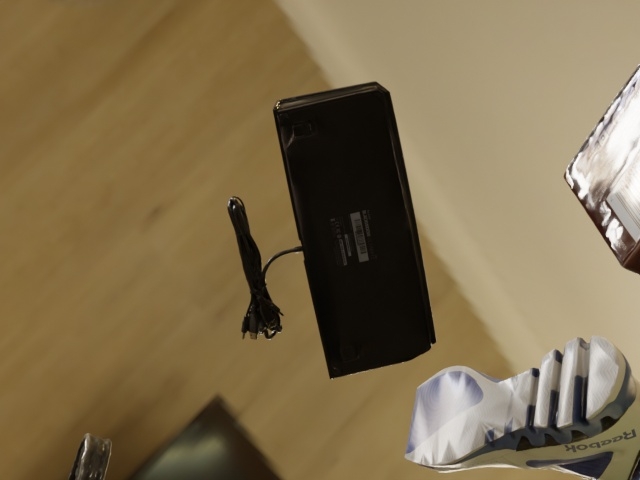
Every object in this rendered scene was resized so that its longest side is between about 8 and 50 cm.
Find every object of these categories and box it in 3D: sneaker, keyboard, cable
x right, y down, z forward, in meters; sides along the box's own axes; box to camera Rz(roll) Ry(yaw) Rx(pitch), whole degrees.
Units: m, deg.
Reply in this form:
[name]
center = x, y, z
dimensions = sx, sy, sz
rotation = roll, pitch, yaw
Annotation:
[sneaker]
center = 0.253, 0.213, 2.063
dimensions = 0.182, 0.127, 0.315
rotation = 35, -35, -31
[keyboard]
center = 0.000, 0.000, 1.957
dimensions = 0.033, 0.201, 0.317
rotation = -109, -173, -66
[cable]
center = -0.247, 0.304, 1.650
dimensions = 0.072, 0.139, 0.287
rotation = 14, -63, -3

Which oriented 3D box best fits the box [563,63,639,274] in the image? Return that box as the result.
[box]
center = 0.373, -0.049, 1.787
dimensions = 0.203, 0.168, 0.167
rotation = 22, 24, -28
